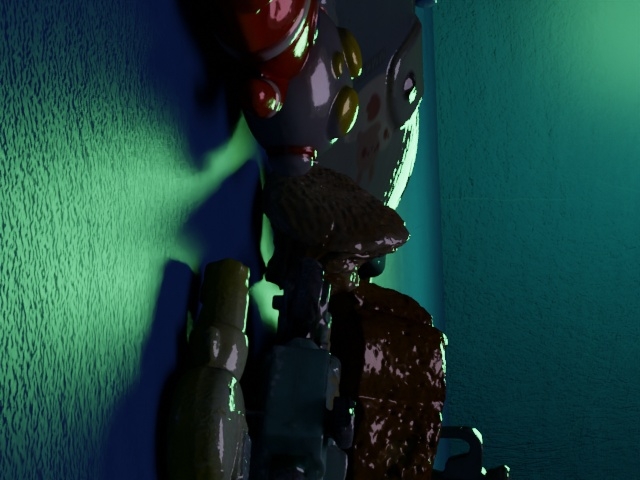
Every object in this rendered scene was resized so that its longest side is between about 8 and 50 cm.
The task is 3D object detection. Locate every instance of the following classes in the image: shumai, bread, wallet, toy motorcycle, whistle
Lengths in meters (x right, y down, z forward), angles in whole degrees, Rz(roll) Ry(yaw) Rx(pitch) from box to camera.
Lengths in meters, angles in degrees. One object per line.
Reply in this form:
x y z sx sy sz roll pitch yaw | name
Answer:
-0.003 0.000 1.330 0.145 0.146 0.116 -75 -174 -60 | shumai
0.037 0.169 1.378 0.232 0.135 0.246 -103 -156 -60 | bread
0.034 -0.148 1.476 0.252 0.083 0.360 -46 142 -42 | wallet
-0.030 0.170 1.201 0.198 0.109 0.296 95 0 -45 | toy motorcycle
-0.072 0.103 1.017 0.104 0.057 0.198 78 16 -55 | whistle

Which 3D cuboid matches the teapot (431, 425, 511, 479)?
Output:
0.121 0.326 1.714 0.171 0.225 0.203 -52 141 -77 | teapot

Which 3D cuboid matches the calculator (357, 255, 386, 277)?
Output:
0.054 -0.044 1.862 0.293 0.051 0.172 43 46 -79 | calculator

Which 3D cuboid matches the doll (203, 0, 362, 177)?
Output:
-0.026 -0.159 1.166 0.336 0.106 0.199 69 22 -64 | doll

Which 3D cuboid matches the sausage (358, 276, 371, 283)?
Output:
0.053 0.101 1.928 0.025 0.028 0.198 51 31 -34 | sausage

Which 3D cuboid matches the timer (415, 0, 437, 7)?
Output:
0.186 -0.505 2.248 0.383 0.271 0.270 111 -18 -74 | timer
